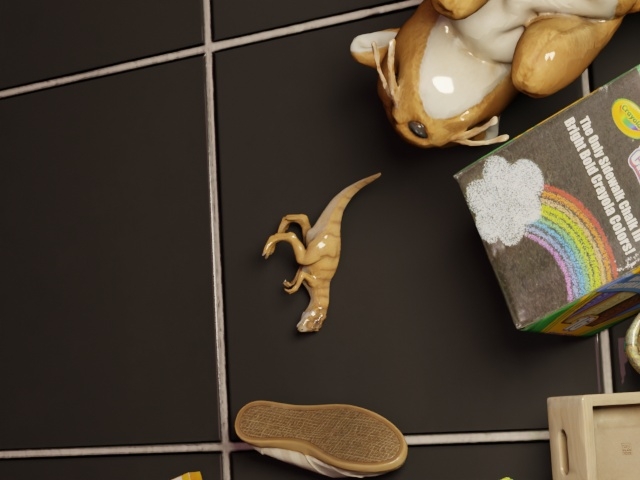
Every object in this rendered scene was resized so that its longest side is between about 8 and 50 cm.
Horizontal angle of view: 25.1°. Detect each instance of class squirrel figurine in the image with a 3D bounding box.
[{"bbox_3d":[0.202,-0.270,1.450,0.281,0.397,0.370,28,129,-9],"label":"squirrel figurine"}]

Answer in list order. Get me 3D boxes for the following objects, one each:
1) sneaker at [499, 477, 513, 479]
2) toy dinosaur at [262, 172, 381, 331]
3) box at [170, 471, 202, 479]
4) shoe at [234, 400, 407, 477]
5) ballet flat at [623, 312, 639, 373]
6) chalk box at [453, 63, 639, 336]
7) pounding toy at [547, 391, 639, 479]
[{"bbox_3d":[0.206,0.391,1.489,0.123,0.109,0.296,0,93,24],"label":"sneaker"},{"bbox_3d":[0.000,0.000,1.682,0.112,0.064,0.212,19,106,15],"label":"toy dinosaur"},{"bbox_3d":[-0.195,0.348,1.790,0.136,0.028,0.081,-27,72,31],"label":"box"},{"bbox_3d":[0.006,0.230,1.657,0.219,0.058,0.077,8,60,29],"label":"shoe"},{"bbox_3d":[0.447,0.073,1.342,0.348,0.123,0.123,-15,78,31],"label":"ballet flat"},{"bbox_3d":[0.315,-0.046,1.402,0.289,0.179,0.180,-30,70,27],"label":"chalk box"},{"bbox_3d":[0.279,0.223,1.430,0.100,0.130,0.141,160,108,-69],"label":"pounding toy"}]
